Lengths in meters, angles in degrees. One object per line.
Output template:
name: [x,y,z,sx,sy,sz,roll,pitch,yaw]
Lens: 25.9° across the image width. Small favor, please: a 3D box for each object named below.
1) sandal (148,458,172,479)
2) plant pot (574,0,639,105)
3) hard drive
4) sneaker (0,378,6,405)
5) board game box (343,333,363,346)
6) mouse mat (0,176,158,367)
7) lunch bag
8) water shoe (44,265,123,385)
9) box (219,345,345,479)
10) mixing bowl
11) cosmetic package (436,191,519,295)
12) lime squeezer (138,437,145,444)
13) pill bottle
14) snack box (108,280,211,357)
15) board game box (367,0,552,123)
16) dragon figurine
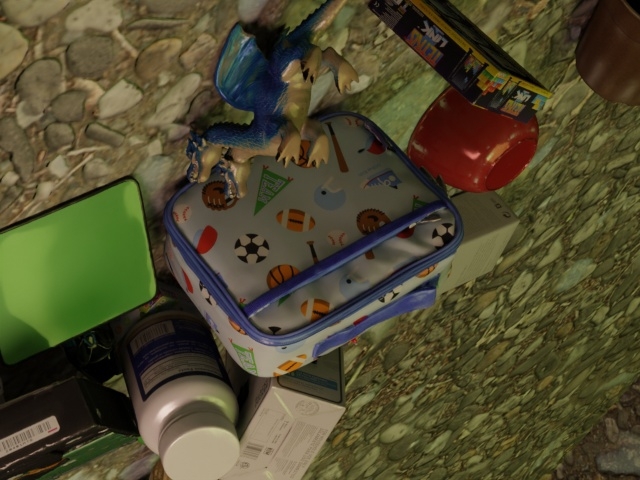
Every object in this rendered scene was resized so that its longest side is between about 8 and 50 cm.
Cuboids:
sandal: [-0.267,0.372,1.951,0.079,0.088,0.240,11,137,-18]
plant pot: [0.411,-0.267,1.768,0.167,0.167,0.165,-26,158,-30]
hard drive: [-0.323,0.224,1.469,0.237,0.064,0.339,-25,170,-2]
sneaker: [-0.357,0.133,1.403,0.071,0.083,0.191,-36,154,-8]
board game box: [0.068,0.115,2.036,0.169,0.033,0.133,-49,154,18]
mouse mat: [-0.252,0.032,1.402,0.189,0.007,0.153,-25,125,-29]
lunch bag: [0.000,0.000,1.502,0.303,0.243,0.115,-28,153,-24]
water shoe: [-0.249,0.087,1.482,0.073,0.080,0.203,-35,155,-13]
box: [-0.045,0.127,1.606,0.087,0.290,0.169,17,127,-16]
mixing bowl: [0.211,-0.127,1.769,0.181,0.098,0.181,-33,154,-18]
cosmetic package: [0.158,0.015,1.944,0.231,0.085,0.117,-19,147,-36]
lime squeezer: [-0.191,0.202,1.807,0.310,0.059,0.110,-20,118,-35]
pill bottle: [-0.150,0.173,1.524,0.112,0.187,0.112,-10,128,-13]
snack box: [-0.191,0.101,1.637,0.100,0.037,0.141,-46,153,8]
board game box: [0.147,-0.200,1.471,0.048,0.170,0.141,-51,153,16]
dragon figurine: [-0.046,-0.161,1.359,0.085,0.144,0.289,-5,118,-49]
